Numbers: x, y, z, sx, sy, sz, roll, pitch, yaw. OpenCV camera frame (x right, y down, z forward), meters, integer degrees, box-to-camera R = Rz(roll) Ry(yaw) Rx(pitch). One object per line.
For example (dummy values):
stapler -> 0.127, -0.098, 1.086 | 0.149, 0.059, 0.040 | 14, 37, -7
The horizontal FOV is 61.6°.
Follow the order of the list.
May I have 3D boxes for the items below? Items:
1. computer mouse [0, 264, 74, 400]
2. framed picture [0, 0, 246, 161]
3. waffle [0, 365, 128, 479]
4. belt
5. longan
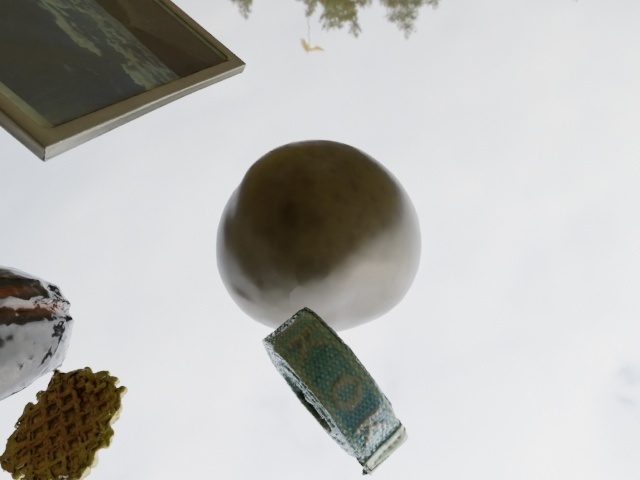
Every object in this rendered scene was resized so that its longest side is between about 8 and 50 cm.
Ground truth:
computer mouse -> -0.294, 0.095, 0.289 | 0.183, 0.116, 0.323 | -33, 180, 37
framed picture -> -0.205, -0.175, 0.466 | 0.189, 0.023, 0.260 | 40, -140, 2
waffle -> -0.512, 0.370, 1.077 | 0.254, 0.052, 0.245 | 0, -128, 23
belt -> 0.011, 0.156, 0.604 | 0.082, 0.163, 0.147 | -35, -164, -16
longan -> 0.000, 0.000, 0.929 | 0.360, 0.361, 0.361 | -12, -139, 11
